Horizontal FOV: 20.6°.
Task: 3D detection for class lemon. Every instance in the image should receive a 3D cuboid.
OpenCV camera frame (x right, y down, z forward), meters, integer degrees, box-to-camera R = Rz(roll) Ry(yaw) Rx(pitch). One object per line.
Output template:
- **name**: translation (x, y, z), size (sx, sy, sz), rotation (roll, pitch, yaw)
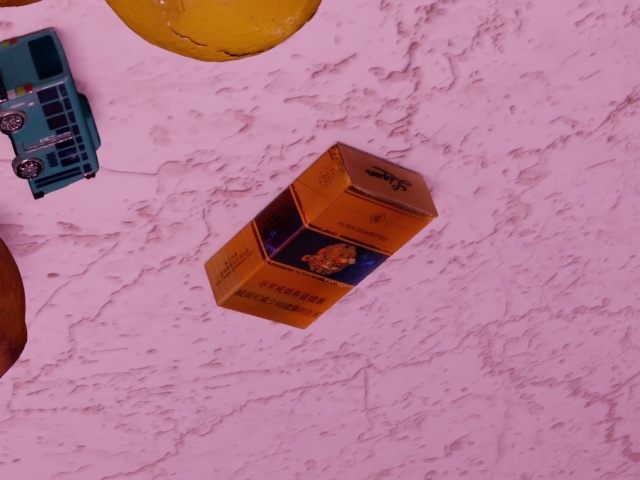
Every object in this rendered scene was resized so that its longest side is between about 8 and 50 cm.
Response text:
- **lemon**: translation (-0.092, -0.254, 1.502), size (0.204, 0.204, 0.260), rotation (-37, 157, 22)

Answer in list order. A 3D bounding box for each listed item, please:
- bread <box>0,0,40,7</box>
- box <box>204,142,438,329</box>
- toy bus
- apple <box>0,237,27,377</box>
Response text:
- **bread**: translation (-0.289, -0.235, 1.386), size (0.084, 0.124, 0.344), rotation (-25, -178, 23)
- **box**: translation (0.000, 0.001, 2.033), size (0.152, 0.070, 0.237), rotation (18, 128, -43)
- **toy bus**: translation (-0.267, -0.120, 1.703), size (0.091, 0.079, 0.160), rotation (-18, 145, -7)
- **apple**: translation (-0.405, 0.067, 1.792), size (0.211, 0.188, 0.211), rotation (-12, 145, -9)
